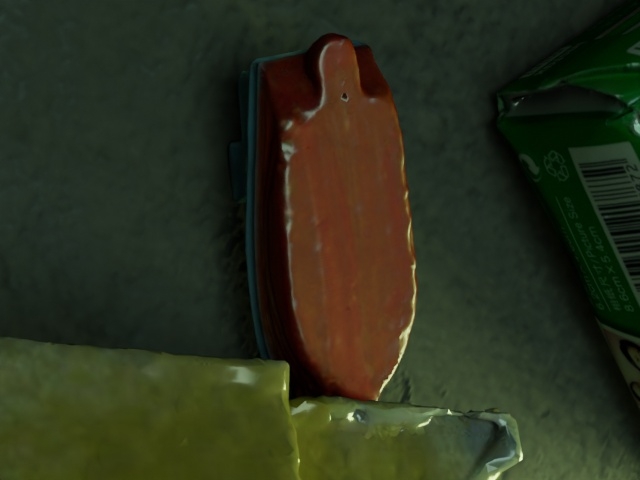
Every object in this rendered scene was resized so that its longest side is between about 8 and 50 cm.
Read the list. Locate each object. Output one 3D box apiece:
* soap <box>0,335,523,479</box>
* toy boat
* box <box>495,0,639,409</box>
[{"bbox_3d":[-0.051,0.217,0.577,0.304,0.169,0.338,8,64,-27],"label":"soap"},{"bbox_3d":[0.000,0.000,0.704,0.069,0.059,0.173,-13,106,-25],"label":"toy boat"},{"bbox_3d":[0.208,-0.003,0.785,0.180,0.103,0.250,-36,109,-20],"label":"box"}]
